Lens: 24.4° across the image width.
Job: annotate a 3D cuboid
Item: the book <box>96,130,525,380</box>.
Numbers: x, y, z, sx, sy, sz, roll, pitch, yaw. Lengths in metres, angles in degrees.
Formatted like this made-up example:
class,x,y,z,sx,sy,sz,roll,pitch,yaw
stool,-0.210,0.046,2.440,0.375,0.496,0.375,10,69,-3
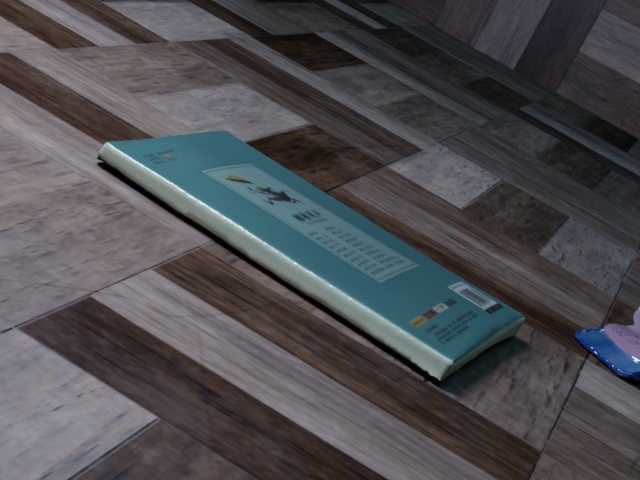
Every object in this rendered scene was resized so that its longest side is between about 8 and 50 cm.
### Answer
class,x,y,z,sx,sy,sz,roll,pitch,yaw
book,0.000,0.000,1.392,0.379,0.031,0.264,32,16,16

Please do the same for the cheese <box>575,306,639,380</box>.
class,x,y,z,sx,sy,sz,roll,pitch,yaw
cheese,0.404,0.117,1.621,0.286,0.074,0.189,-2,29,-37
